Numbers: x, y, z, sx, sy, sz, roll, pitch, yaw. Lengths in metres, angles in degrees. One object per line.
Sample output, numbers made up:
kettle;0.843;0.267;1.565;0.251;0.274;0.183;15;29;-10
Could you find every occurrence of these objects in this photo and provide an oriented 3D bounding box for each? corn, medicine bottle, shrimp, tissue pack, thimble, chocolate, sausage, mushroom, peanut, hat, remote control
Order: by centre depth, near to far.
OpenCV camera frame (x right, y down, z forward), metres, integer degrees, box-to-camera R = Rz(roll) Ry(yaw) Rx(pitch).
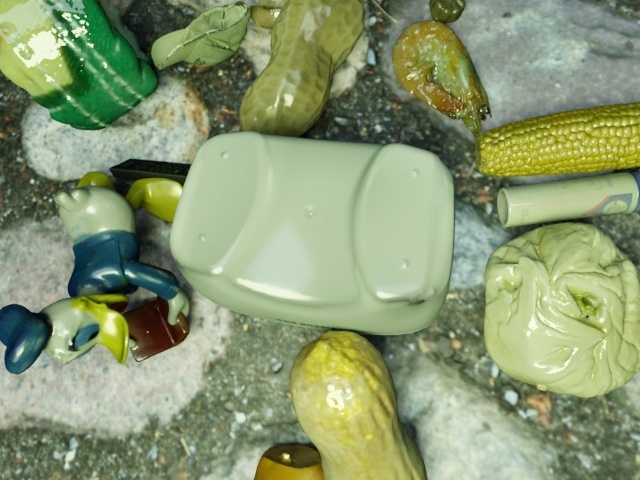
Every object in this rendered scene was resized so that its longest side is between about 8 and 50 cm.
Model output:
chocolate;0.053;0.244;0.522;0.134;0.134;0.310;-17;108;5
sausage;-0.040;0.447;0.553;0.111;0.112;0.329;-1;80;8
tissue pack;0.000;0.000;0.564;0.332;0.236;0.230;7;73;9
medicine bottle;0.376;-0.061;0.600;0.230;0.059;0.059;-6;80;8
corn;0.356;-0.138;0.602;0.259;0.091;0.091;-6;77;9
thimble;-0.393;-0.323;0.660;0.167;0.254;0.288;-33;64;-1
shrimp;0.189;-0.248;0.665;0.115;0.051;0.217;-28;78;9
peanut;-0.034;-0.276;0.668;0.136;0.120;0.299;22;85;35
hat;-0.194;-0.322;0.699;0.166;0.081;0.122;-37;42;-17
remote control;-0.223;-0.110;0.701;0.244;0.063;0.025;8;122;10
mushroom;-0.056;-0.470;0.723;0.116;0.093;0.226;3;90;32

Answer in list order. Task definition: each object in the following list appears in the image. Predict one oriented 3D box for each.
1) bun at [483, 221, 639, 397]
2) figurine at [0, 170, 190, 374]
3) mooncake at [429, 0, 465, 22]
bun;0.315;0.085;0.544;0.229;0.145;0.230;-2;77;9
figurine;-0.305;0.071;0.586;0.204;0.338;0.284;-15;113;12
mooncake;0.346;-0.436;0.677;0.346;0.057;0.150;-39;90;7
